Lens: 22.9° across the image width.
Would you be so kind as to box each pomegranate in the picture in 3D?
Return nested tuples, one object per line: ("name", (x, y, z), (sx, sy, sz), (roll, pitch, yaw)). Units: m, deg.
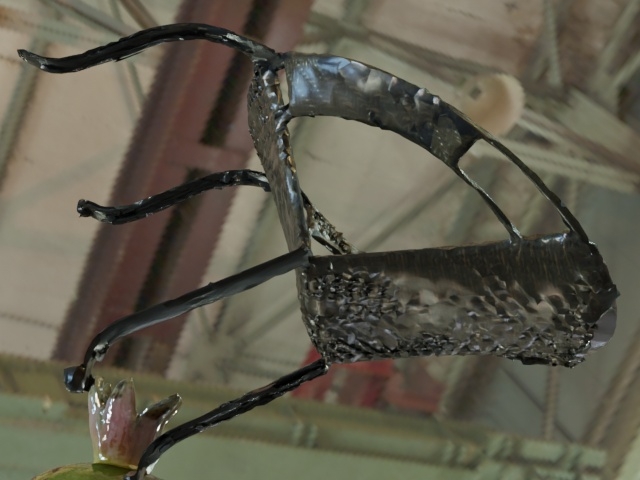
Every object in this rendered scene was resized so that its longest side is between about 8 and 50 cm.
("pomegranate", (-0.115, 0.166, 0.904), (0.129, 0.129, 0.159), (59, -137, -36))

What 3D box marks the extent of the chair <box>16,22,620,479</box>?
("chair", (0.000, 0.000, 0.629), (0.213, 0.149, 0.174), (-8, -30, 0))
